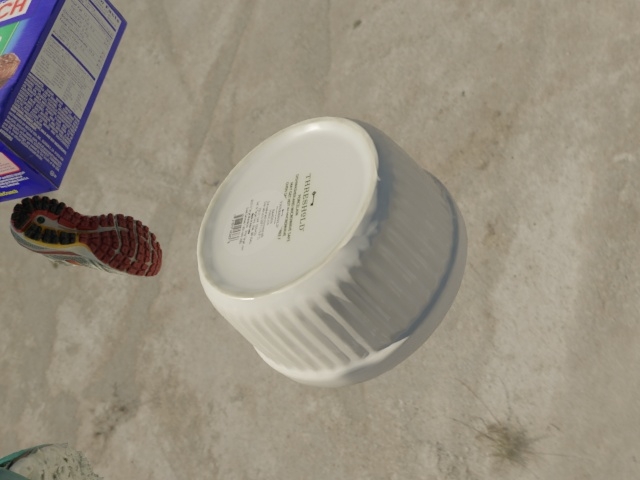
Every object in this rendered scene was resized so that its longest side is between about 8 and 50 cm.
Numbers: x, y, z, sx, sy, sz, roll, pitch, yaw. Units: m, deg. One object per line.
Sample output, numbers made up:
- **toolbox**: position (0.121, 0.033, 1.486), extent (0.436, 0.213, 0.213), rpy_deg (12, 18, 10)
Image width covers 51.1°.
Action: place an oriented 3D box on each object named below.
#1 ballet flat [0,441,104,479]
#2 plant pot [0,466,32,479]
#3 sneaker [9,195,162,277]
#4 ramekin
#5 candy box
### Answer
- **ballet flat**: position (-0.317, 0.320, 0.796), extent (0.147, 0.409, 0.147), rpy_deg (2, 76, -8)
- **plant pot**: position (-0.276, 0.285, 0.465), extent (0.293, 0.293, 0.196), rpy_deg (-28, 17, 22)
- **sneaker**: position (-0.344, 0.000, 0.998), extent (0.093, 0.225, 0.088), rpy_deg (-31, 43, 54)
- **ramekin**: position (0.000, 0.000, 0.529), extent (0.207, 0.109, 0.207), rpy_deg (-21, 48, 25)
- **candy box**: position (-0.439, -0.202, 0.904), extent (0.268, 0.122, 0.317), rpy_deg (-9, 53, 22)
